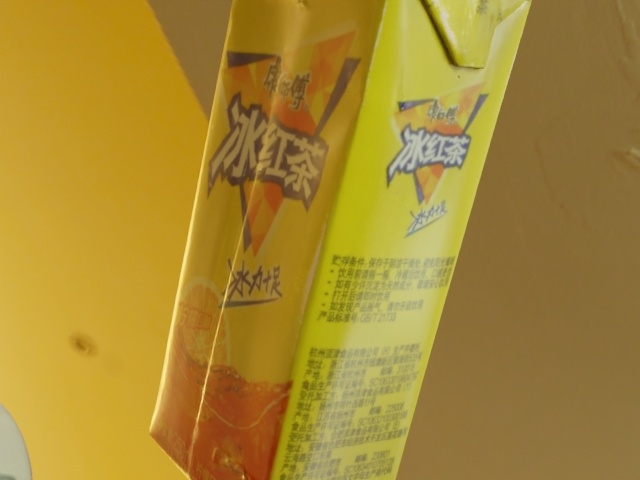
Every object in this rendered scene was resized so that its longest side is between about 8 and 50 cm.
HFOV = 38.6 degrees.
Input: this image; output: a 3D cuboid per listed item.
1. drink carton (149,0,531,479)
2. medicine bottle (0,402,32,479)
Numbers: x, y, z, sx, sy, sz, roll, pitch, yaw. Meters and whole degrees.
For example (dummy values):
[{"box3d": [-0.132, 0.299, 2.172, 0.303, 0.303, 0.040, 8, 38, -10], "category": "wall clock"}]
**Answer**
[{"box3d": [0.000, 0.000, 0.569, 0.155, 0.111, 0.351, 32, -66, 48], "category": "drink carton"}, {"box3d": [-0.257, 0.117, 0.392, 0.139, 0.139, 0.237, -7, -18, 31], "category": "medicine bottle"}]
